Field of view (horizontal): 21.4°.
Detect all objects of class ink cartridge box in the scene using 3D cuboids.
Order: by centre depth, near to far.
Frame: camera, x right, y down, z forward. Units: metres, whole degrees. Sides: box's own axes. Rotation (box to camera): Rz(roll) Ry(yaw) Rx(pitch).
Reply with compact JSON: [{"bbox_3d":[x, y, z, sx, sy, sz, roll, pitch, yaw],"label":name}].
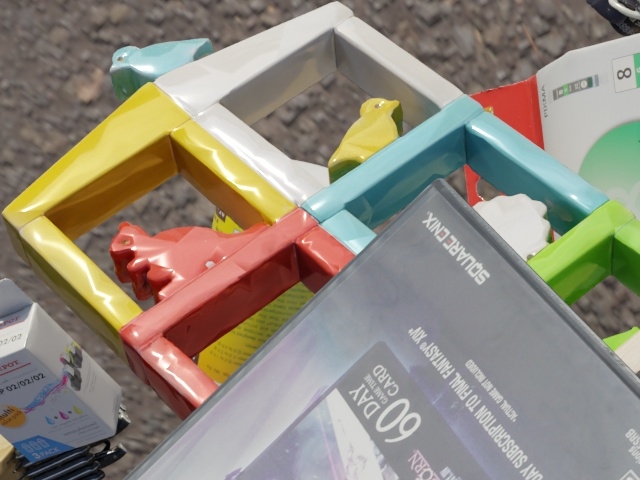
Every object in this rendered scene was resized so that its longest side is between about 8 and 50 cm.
[{"bbox_3d":[0.207,-0.065,1.438,0.225,0.056,0.181,-12,78,34],"label":"ink cartridge box"},{"bbox_3d":[-0.284,0.126,1.609,0.104,0.181,0.061,-21,39,24],"label":"ink cartridge box"}]

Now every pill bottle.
[{"bbox_3d":[-0.036,0.052,1.298,0.117,0.117,0.215,17,107,19],"label":"pill bottle"}]

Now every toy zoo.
[{"bbox_3d":[0.000,0.000,0.714,0.192,0.030,0.293,-35,54,-22],"label":"toy zoo"}]

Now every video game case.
[{"bbox_3d":[-0.014,0.121,0.554,0.274,0.026,0.196,-43,36,4],"label":"video game case"}]

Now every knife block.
[{"bbox_3d":[-0.371,0.256,2.023,0.276,0.088,0.242,-5,31,37],"label":"knife block"}]

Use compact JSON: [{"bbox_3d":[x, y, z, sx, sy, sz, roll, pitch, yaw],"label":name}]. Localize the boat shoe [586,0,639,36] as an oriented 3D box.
[{"bbox_3d":[0.320,-0.222,1.446,0.127,0.340,0.158,35,107,-11],"label":"boat shoe"}]
